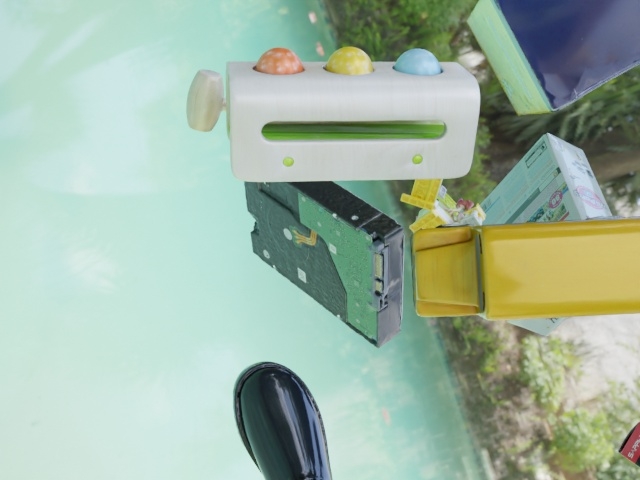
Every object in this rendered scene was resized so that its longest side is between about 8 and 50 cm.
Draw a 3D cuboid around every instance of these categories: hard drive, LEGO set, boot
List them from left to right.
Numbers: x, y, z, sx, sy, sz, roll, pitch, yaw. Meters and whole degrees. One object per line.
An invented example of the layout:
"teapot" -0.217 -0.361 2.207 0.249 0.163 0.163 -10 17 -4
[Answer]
"boot" -0.005 0.246 0.813 0.207 0.094 0.247 165 -93 -73
"hard drive" 0.000 0.000 1.338 0.339 0.064 0.237 35 -36 37
"LEGO set" 0.188 -0.078 1.131 0.287 0.132 0.107 63 33 -26

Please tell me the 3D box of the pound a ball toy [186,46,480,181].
"pound a ball toy" 0.001 -0.169 0.942 0.208 0.319 0.136 -107 -162 -63

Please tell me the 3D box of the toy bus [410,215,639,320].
"toy bus" 0.273 0.030 0.907 0.130 0.332 0.108 -53 140 -87

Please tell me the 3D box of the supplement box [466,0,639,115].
"supplement box" 0.362 -0.318 1.209 0.195 0.194 0.356 61 9 -4

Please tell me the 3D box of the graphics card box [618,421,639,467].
"graphics card box" 0.833 0.507 1.655 0.232 0.094 0.371 12 19 -49

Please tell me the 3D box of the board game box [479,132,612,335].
"board game box" 0.410 -0.015 1.463 0.097 0.224 0.303 21 39 -20
